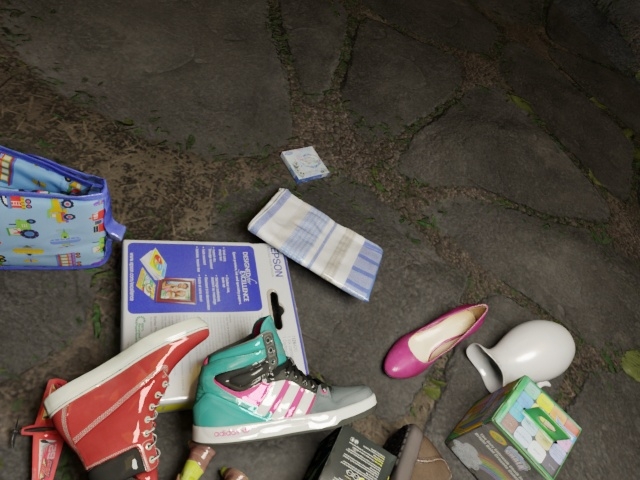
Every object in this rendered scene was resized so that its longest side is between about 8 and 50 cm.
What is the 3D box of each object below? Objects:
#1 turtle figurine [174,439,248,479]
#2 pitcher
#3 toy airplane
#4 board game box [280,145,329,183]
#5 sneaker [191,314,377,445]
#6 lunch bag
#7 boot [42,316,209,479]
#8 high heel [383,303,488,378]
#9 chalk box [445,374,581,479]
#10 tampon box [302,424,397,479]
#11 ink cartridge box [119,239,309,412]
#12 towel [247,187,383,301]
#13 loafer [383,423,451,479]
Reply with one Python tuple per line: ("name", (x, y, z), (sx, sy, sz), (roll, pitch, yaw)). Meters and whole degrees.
("turtle figurine", (-0.213, 0.395, 0.694), (0.269, 0.087, 0.217), (34, 51, 2))
("pitcher", (0.434, 0.268, 1.050), (0.207, 0.125, 0.177), (-15, 84, -19))
("toy airplane", (-0.375, 0.280, 0.746), (0.151, 0.028, 0.151), (11, 55, -16))
("board game box", (-0.038, -0.186, 1.224), (0.090, 0.020, 0.090), (-17, 65, -31))
("sneaker", (-0.056, 0.206, 0.793), (0.296, 0.124, 0.178), (-2, 80, -21))
("lunch bag", (-0.471, -0.037, 0.805), (0.293, 0.221, 0.138), (12, 53, -15))
("boot", (-0.238, 0.236, 0.725), (0.244, 0.088, 0.176), (-33, 79, -24))
("high heel", (0.235, 0.197, 1.004), (0.244, 0.117, 0.082), (-16, 64, -31))
("chalk box", (0.352, 0.342, 0.889), (0.132, 0.213, 0.132), (-32, 73, -36))
("tampon box", (0.027, 0.394, 0.775), (0.101, 0.120, 0.161), (32, 51, 2))
("ink cartridge box", (-0.196, 0.141, 0.898), (0.307, 0.072, 0.303), (3, 55, -24))
("towel", (0.000, 0.000, 1.057), (0.285, 0.034, 0.209), (32, 30, 0))
("loafer", (0.122, 0.461, 0.758), (0.130, 0.134, 0.366), (33, 51, 2))
